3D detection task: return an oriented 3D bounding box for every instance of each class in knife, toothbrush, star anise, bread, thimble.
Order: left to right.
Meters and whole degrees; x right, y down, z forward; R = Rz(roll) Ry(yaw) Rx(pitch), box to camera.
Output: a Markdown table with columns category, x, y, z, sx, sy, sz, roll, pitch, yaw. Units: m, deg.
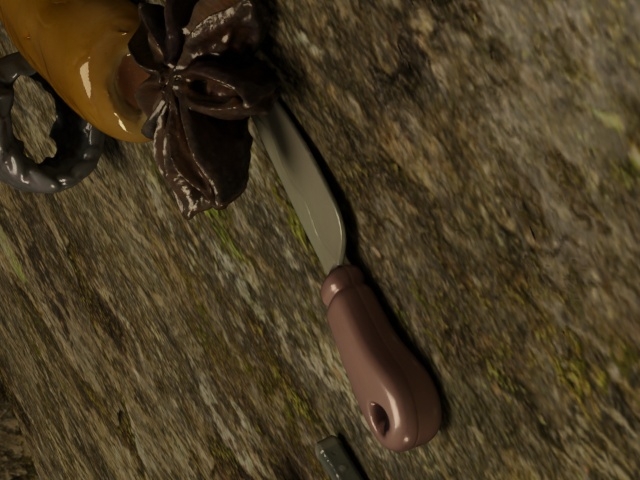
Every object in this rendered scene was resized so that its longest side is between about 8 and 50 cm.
| category | x | y | z | sx | sy | sz | roll | pitch | yaw |
| --- | --- | --- | --- | --- | --- | --- | --- | --- | --- |
| thimble | -0.298 | -0.125 | 1.785 | 0.118 | 0.127 | 0.151 | 7 | 120 | 67 |
| bread | -0.232 | -0.194 | 1.593 | 0.305 | 0.091 | 0.142 | 43 | 155 | 52 |
| star anise | -0.090 | -0.107 | 1.288 | 0.212 | 0.073 | 0.197 | 36 | 124 | 56 |
| knife | 0.001 | -0.001 | 1.248 | 0.336 | 0.043 | 0.081 | 64 | 155 | 18 |
| toothbrush | 0.086 | 0.296 | 1.371 | 0.342 | 0.025 | 0.030 | 57 | 164 | 27 |
